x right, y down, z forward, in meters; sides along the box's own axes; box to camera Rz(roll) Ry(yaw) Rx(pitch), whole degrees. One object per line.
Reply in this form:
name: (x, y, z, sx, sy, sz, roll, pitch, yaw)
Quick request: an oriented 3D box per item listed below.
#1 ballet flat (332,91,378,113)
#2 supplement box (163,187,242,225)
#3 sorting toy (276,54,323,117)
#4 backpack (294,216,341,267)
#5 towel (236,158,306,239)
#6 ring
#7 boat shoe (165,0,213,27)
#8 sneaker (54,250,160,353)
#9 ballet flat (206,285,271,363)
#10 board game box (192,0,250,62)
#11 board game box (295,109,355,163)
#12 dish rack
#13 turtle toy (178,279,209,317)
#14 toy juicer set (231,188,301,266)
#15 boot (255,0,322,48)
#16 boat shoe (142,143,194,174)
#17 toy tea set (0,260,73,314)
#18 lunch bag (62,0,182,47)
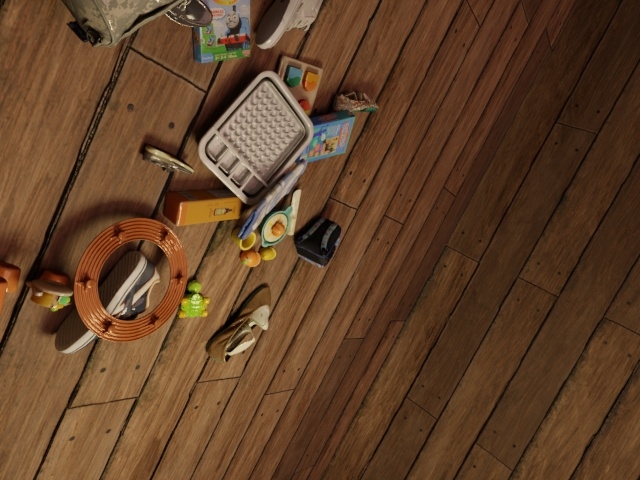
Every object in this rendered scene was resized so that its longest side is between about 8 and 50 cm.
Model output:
ballet flat: (0.134, -0.504, 1.722, 0.241, 0.091, 0.077, -22, 110, -48)
supplement box: (-0.343, -0.103, 1.406, 0.233, 0.080, 0.078, -10, 124, -48)
sorting toy: (-0.076, -0.469, 1.503, 0.208, 0.038, 0.193, -6, 120, -51)
backpack: (0.000, 0.000, 1.886, 0.173, 0.158, 0.117, -55, 157, -27)
towel: (-0.155, -0.133, 1.532, 0.285, 0.034, 0.209, -52, -177, -34)
ring: (-0.483, 0.107, 1.253, 0.336, 0.032, 0.337, -18, 113, -51)
boat shoe: (-0.327, -0.535, 1.058, 0.206, 0.065, 0.075, 14, 111, -44)
sneaker: (-0.566, 0.188, 1.294, 0.321, 0.126, 0.127, -51, 141, -15)
ballet flat: (-0.279, 0.329, 1.792, 0.342, 0.124, 0.116, -46, 145, -20)
board game box: (-0.249, -0.569, 1.191, 0.160, 0.039, 0.212, -27, 135, -39)
board game box: (0.010, -0.357, 1.636, 0.210, 0.047, 0.160, -20, 145, -30)
dish rack: (-0.193, -0.304, 1.406, 0.333, 0.072, 0.285, -51, 134, -8)
turtle toy: (-0.418, 0.195, 1.551, 0.095, 0.066, 0.130, 3, 113, -28)
toy juicer set: (-0.161, -0.020, 1.703, 0.329, 0.089, 0.209, -37, 141, -31)
boot: (-0.075, -0.624, 1.325, 0.123, 0.095, 0.258, 32, 88, -50)
boat shoe: (-0.408, -0.207, 1.261, 0.152, 0.056, 0.049, 27, 99, -48)
toy tea set: (-0.681, 0.128, 1.031, 0.336, 0.200, 0.124, 25, 87, -63)
lunch bag: (-0.362, -0.535, 0.860, 0.305, 0.212, 0.256, -45, 123, -23)
